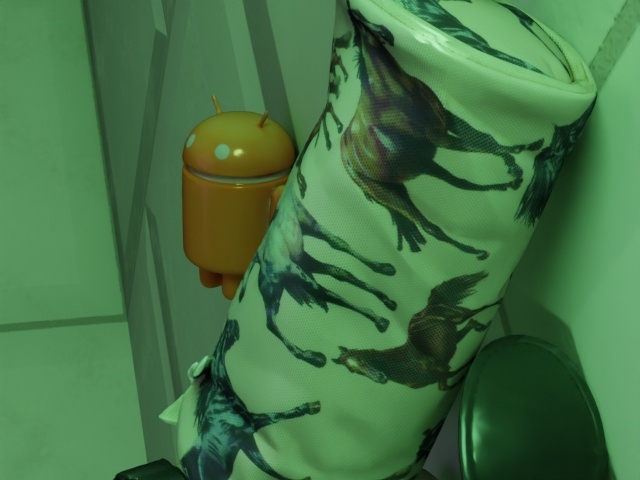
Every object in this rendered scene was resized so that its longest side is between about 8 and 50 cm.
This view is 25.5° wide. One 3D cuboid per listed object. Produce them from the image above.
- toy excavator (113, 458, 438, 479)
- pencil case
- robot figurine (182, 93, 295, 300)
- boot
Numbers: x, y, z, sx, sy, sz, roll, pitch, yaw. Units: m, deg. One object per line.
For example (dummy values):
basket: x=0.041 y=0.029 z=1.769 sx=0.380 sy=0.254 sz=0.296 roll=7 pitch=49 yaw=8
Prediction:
toy excavator: x=-0.014 y=0.323 z=1.310 sx=0.445 sy=0.222 sz=0.433 roll=40 pitch=133 yaw=51
pencil case: x=0.027 y=0.016 z=0.905 sx=0.160 sy=0.183 sz=0.410 roll=-60 pitch=-7 yaw=-60
robot figurine: x=-0.092 y=-0.048 z=1.559 sx=0.158 sy=0.128 sz=0.219 roll=-96 pitch=7 yaw=-67
boot: x=0.117 y=0.213 z=0.929 sx=0.229 sy=0.091 sz=0.263 roll=111 pitch=156 yaw=-69
